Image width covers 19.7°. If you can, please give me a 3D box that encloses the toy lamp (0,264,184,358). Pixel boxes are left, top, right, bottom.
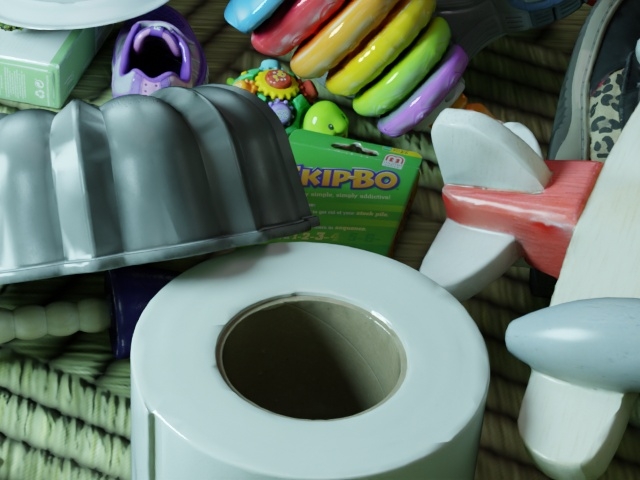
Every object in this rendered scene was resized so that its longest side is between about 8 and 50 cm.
[{"bbox_3d":[-0.234,0.063,1.437,0.274,0.080,0.080,-7,39,-14],"label":"toy lamp"}]

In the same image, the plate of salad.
[{"bbox_3d":[-0.228,-0.234,1.758,0.200,0.048,0.200,-3,31,2],"label":"plate of salad"}]

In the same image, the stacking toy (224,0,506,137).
[{"bbox_3d":[0.072,-0.161,1.672,0.302,0.166,0.175,44,9,-10],"label":"stacking toy"}]

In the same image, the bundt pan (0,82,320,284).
[{"bbox_3d":[-0.172,-0.046,1.415,0.331,0.124,0.331,-8,3,0],"label":"bundt pan"}]

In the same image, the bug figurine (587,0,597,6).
[{"bbox_3d":[0.270,-0.307,1.905,0.216,0.072,0.279,-22,36,27],"label":"bug figurine"}]

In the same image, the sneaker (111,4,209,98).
[{"bbox_3d":[-0.152,-0.168,1.726,0.095,0.104,0.236,1,36,-3],"label":"sneaker"}]

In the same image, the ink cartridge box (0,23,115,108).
[{"bbox_3d":[-0.337,-0.214,1.804,0.235,0.056,0.171,11,38,9],"label":"ink cartridge box"}]

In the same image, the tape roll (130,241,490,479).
[{"bbox_3d":[-0.011,0.140,1.286,0.246,0.169,0.246,2,38,-2],"label":"tape roll"}]

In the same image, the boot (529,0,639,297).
[{"bbox_3d":[0.346,-0.072,1.623,0.284,0.138,0.377,11,42,10],"label":"boot"}]

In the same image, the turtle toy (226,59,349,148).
[{"bbox_3d":[-0.033,-0.120,1.702,0.130,0.066,0.095,31,44,14],"label":"turtle toy"}]

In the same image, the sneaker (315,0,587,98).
[{"bbox_3d":[0.129,-0.220,1.789,0.297,0.111,0.129,-21,15,6],"label":"sneaker"}]

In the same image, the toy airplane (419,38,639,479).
[{"bbox_3d":[0.260,-0.028,1.351,0.384,0.272,0.386,-14,54,-16],"label":"toy airplane"}]

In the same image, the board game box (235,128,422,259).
[{"bbox_3d":[0.000,0.000,1.567,0.124,0.039,0.259,13,45,10],"label":"board game box"}]
